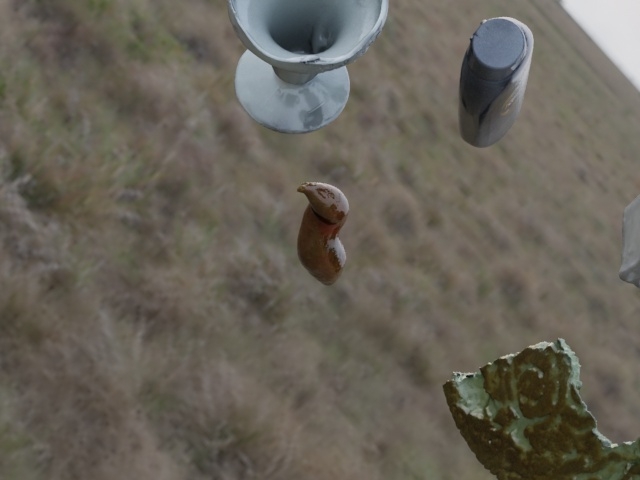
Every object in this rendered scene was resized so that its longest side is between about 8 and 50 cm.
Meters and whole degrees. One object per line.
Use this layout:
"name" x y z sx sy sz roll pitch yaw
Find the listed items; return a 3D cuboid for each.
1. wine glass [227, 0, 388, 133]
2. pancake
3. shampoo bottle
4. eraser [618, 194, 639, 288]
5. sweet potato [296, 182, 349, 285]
"wine glass" -0.019 -0.207 1.467 0.165 0.165 0.196 52 -19 17
"pancake" 0.277 0.214 1.721 0.054 0.197 0.376 6 13 -38
"shampoo bottle" 0.151 -0.139 1.229 0.049 0.087 0.234 31 -5 9
"eraser" 0.339 -0.057 0.908 0.144 0.343 0.078 19 55 -13
"sweet potato" 0.002 0.000 1.532 0.202 0.055 0.058 90 3 -58
